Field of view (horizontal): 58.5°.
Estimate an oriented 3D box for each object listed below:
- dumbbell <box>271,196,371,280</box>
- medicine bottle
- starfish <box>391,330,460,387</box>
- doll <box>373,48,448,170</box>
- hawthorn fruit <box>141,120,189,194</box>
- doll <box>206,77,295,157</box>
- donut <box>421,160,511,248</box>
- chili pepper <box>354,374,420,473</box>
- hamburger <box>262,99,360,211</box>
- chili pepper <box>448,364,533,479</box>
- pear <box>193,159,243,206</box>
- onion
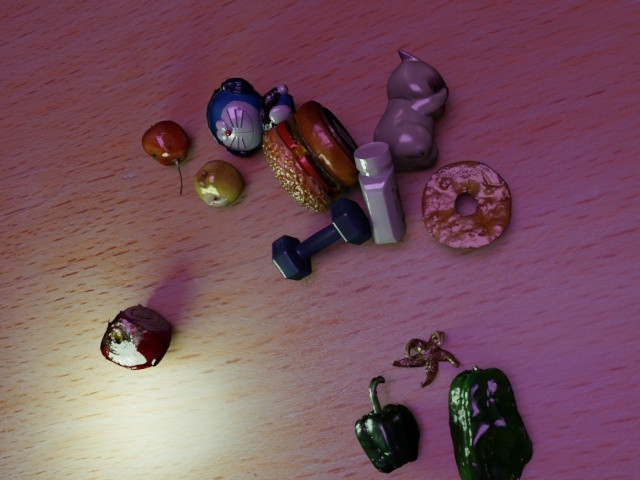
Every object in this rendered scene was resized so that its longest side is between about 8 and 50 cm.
[{"bbox_3d":[0.000,0.000,1.815,0.325,0.160,0.144,-33,69,21],"label":"dumbbell"},{"bbox_3d":[0.185,-0.144,1.728,0.111,0.296,0.161,-7,33,19],"label":"medicine bottle"},{"bbox_3d":[0.310,0.358,1.700,0.190,0.074,0.146,-23,71,14],"label":"starfish"},{"bbox_3d":[0.287,-0.382,1.789,0.226,0.215,0.370,17,87,38],"label":"doll"},{"bbox_3d":[-0.544,-0.309,2.114,0.165,0.165,0.285,-34,76,11],"label":"hawthorn fruit"},{"bbox_3d":[-0.242,-0.423,1.983,0.310,0.284,0.240,-4,37,5],"label":"doll"},{"bbox_3d":[0.443,-0.098,1.727,0.278,0.108,0.277,-4,77,19],"label":"donut"},{"bbox_3d":[0.184,0.535,1.666,0.165,0.174,0.260,-39,68,36],"label":"chili pepper"},{"bbox_3d":[-0.024,-0.262,1.813,0.250,0.330,0.329,-35,69,17],"label":"hamburger"},{"bbox_3d":[0.459,0.535,1.560,0.213,0.167,0.384,-12,76,19],"label":"chili pepper"},{"bbox_3d":[-0.361,-0.202,2.010,0.178,0.178,0.177,-4,78,19],"label":"pear"},{"bbox_3d":[-0.631,0.356,1.978,0.206,0.216,0.206,32,102,7],"label":"onion"}]
